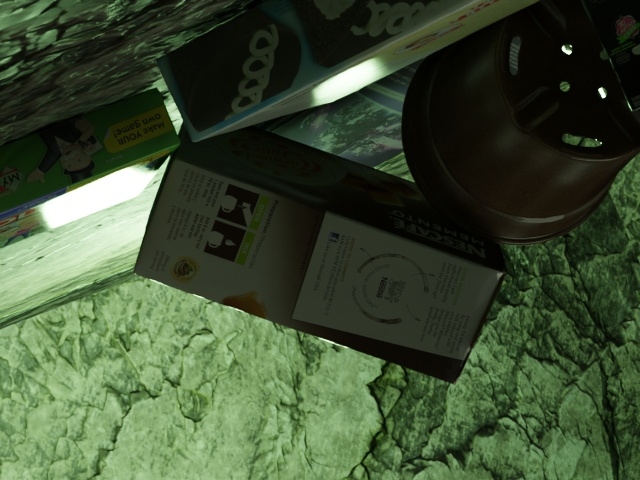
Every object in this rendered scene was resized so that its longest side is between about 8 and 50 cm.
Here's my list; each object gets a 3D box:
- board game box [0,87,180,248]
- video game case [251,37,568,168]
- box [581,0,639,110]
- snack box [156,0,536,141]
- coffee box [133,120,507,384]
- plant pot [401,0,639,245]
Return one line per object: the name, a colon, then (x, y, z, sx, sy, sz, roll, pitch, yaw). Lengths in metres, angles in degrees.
board game box: (-0.265, -0.011, 1.265, 0.317, 0.046, 0.213, -22, 179, -15)
video game case: (0.062, -0.116, 1.423, 0.274, 0.026, 0.196, -29, 162, 22)
box: (0.189, -0.124, 1.062, 0.052, 0.083, 0.062, -23, -178, 11)
snack box: (0.081, -0.156, 1.064, 0.322, 0.060, 0.187, -24, 180, 28)
coffee box: (0.000, 0.000, 1.320, 0.141, 0.246, 0.098, -87, -163, -69)
plant pot: (0.156, -0.095, 1.236, 0.167, 0.167, 0.165, -22, 173, -16)
